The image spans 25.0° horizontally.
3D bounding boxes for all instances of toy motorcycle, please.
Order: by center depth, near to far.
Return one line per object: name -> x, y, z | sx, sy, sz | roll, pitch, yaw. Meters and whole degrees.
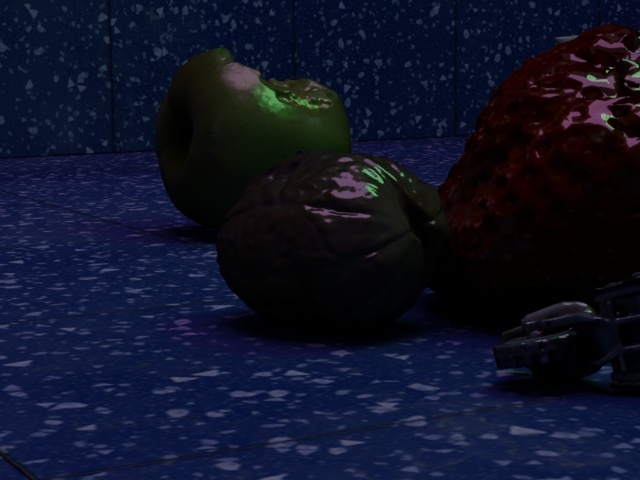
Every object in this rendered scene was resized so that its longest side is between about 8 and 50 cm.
toy motorcycle -> 0.246, 0.067, 1.101 | 0.229, 0.094, 0.130 | -12, 2, 8

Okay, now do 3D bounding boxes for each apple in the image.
apple -> -0.093, -0.130, 1.982 | 0.279, 0.279, 0.279 | -1, 8, 0

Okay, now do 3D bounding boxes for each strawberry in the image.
strawberry -> 0.230, -0.045, 1.379 | 0.351, 0.267, 0.312 | -26, -5, 37

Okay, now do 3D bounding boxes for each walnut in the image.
walnut -> 0.001, 0.002, 1.322 | 0.230, 0.178, 0.178 | -2, 5, 41

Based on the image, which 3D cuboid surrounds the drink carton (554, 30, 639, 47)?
drink carton -> 0.428, -0.167, 2.095 | 0.108, 0.271, 0.161 | 6, 12, 42
